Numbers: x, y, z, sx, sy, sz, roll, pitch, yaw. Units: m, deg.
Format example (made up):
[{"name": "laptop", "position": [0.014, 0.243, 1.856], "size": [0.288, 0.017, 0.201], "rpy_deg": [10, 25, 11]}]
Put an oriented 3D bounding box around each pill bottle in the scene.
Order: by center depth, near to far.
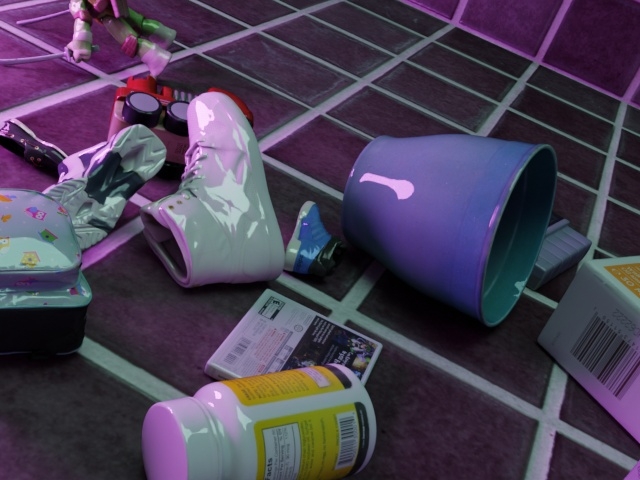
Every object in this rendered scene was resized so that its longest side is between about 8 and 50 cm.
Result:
[{"name": "pill bottle", "position": [-0.059, 0.192, 0.799], "size": [0.208, 0.119, 0.119], "rpy_deg": [-2, 37, -36]}]

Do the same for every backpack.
[{"name": "backpack", "position": [-0.340, 0.023, 0.871], "size": [0.166, 0.144, 0.188], "rpy_deg": [-3, 35, -29]}]

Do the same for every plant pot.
[{"name": "plant pot", "position": [0.182, -0.040, 1.217], "size": [0.255, 0.272, 0.271], "rpy_deg": [19, 26, 28]}]

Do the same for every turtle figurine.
[{"name": "turtle figurine", "position": [-0.427, -0.392, 1.535], "size": [0.266, 0.275, 0.198], "rpy_deg": [30, 1, -26]}]

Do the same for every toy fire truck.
[{"name": "toy fire truck", "position": [-0.233, -0.204, 1.334], "size": [0.217, 0.158, 0.246], "rpy_deg": [10, 42, -19]}]

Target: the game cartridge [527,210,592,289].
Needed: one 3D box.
[{"name": "game cartridge", "position": [0.308, -0.056, 1.505], "size": [0.355, 0.068, 0.230], "rpy_deg": [37, 37, 25]}]

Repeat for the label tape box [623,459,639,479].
[{"name": "label tape box", "position": [0.287, 0.292, 0.625], "size": [0.115, 0.348, 0.249], "rpy_deg": [22, 30, 2]}]

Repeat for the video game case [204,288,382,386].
[{"name": "video game case", "position": [-0.026, 0.144, 0.996], "size": [0.173, 0.022, 0.190], "rpy_deg": [25, 29, 7]}]

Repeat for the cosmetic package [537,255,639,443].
[{"name": "cosmetic package", "position": [0.582, 0.145, 1.249], "size": [0.453, 0.161, 0.230], "rpy_deg": [-3, 38, -37]}]

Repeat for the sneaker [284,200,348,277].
[{"name": "sneaker", "position": [0.000, 0.001, 1.206], "size": [0.084, 0.058, 0.152], "rpy_deg": [16, 34, 1]}]

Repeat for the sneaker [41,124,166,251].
[{"name": "sneaker", "position": [-0.320, -0.054, 1.079], "size": [0.094, 0.153, 0.235], "rpy_deg": [44, 64, -20]}]

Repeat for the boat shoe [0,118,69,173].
[{"name": "boat shoe", "position": [-0.407, -0.124, 1.170], "size": [0.133, 0.049, 0.042], "rpy_deg": [33, 59, 6]}]

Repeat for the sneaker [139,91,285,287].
[{"name": "sneaker", "position": [-0.167, -0.075, 1.098], "size": [0.169, 0.108, 0.292], "rpy_deg": [-7, 67, -36]}]
